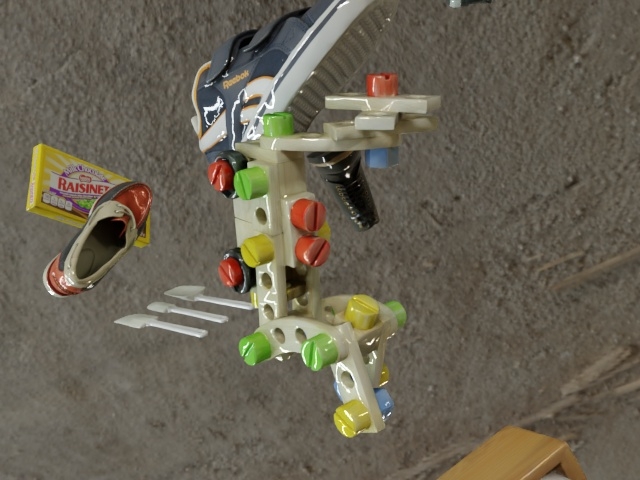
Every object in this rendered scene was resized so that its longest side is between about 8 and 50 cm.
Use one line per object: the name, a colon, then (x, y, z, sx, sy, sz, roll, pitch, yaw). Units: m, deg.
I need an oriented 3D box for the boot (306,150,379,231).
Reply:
boot: (0.045, -0.069, 0.904, 0.077, 0.198, 0.137, -27, 96, 5)

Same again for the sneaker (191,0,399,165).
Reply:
sneaker: (-0.052, -0.176, 0.731, 0.126, 0.127, 0.321, -32, 171, -45)

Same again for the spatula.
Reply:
spatula: (-0.242, 0.126, 1.262, 0.242, 0.168, 0.019, 3, 109, 40)

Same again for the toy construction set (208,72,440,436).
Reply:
toy construction set: (0.000, 0.000, 0.660, 0.151, 0.215, 0.328, 0, 103, -43)

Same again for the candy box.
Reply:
candy box: (-0.352, -0.066, 1.072, 0.027, 0.105, 0.206, -22, 152, 32)

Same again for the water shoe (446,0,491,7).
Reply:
water shoe: (0.261, -0.436, 1.142, 0.080, 0.203, 0.073, 9, 135, 15)

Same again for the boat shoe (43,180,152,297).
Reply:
boat shoe: (-0.181, -0.007, 0.590, 0.043, 0.137, 0.049, -23, 117, 41)

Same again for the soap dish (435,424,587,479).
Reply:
soap dish: (0.191, 0.342, 0.702, 0.229, 0.118, 0.291, -37, 120, -5)
